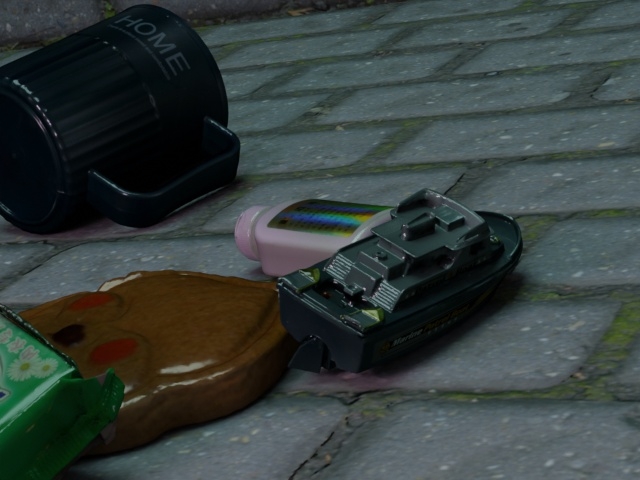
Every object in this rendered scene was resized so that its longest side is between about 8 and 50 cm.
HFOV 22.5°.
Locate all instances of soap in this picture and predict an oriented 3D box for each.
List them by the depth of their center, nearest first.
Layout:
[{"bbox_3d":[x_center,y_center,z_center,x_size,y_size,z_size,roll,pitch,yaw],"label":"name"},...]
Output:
[{"bbox_3d":[-0.319,0.135,1.357,0.218,0.098,0.273,-45,46,-18],"label":"soap"}]

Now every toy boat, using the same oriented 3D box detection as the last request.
[{"bbox_3d":[0.092,0.026,1.506,0.114,0.122,0.296,32,39,31],"label":"toy boat"}]

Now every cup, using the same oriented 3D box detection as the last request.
[{"bbox_3d":[-0.293,-0.138,2.174,0.292,0.308,0.242,-30,-8,-42],"label":"cup"}]

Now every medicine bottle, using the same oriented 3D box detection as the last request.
[{"bbox_3d":[0.000,0.000,1.719,0.115,0.078,0.219,-30,24,-38],"label":"medicine bottle"}]

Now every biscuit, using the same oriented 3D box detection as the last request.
[{"bbox_3d":[-0.228,0.119,1.542,0.455,0.078,0.350,-15,22,-9],"label":"biscuit"}]
